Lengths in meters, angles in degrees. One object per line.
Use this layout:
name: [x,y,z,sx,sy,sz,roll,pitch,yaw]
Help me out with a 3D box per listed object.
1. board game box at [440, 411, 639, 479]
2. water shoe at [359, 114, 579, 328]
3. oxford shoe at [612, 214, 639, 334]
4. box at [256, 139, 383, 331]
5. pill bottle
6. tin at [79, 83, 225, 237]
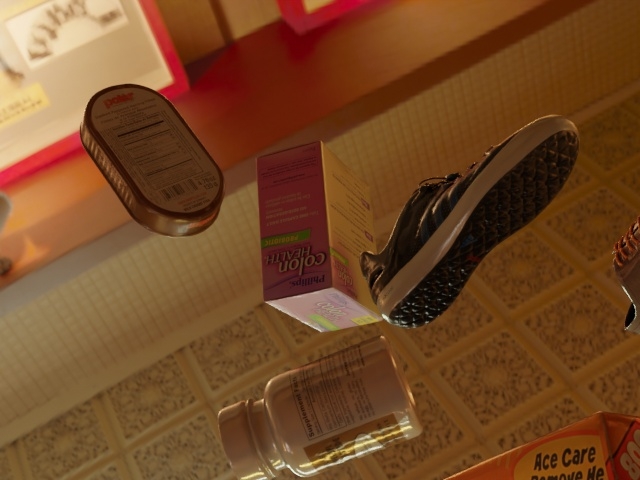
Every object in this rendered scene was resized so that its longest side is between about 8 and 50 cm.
board game box: [0.224,0.355,0.639,0.356,0.356,0.356,12,-123,-29]
water shoe: [0.101,-0.027,0.709,0.203,0.073,0.080,-49,-132,18]
oxford shoe: [0.481,0.011,1.357,0.132,0.364,0.130,0,-143,22]
box: [0.000,0.000,1.523,0.117,0.213,0.243,-14,-112,21]
pill bottle: [-0.001,0.215,1.168,0.229,0.131,0.131,-22,-138,5]
tin: [-0.174,-0.087,0.992,0.106,0.040,0.190,-24,-112,-38]
